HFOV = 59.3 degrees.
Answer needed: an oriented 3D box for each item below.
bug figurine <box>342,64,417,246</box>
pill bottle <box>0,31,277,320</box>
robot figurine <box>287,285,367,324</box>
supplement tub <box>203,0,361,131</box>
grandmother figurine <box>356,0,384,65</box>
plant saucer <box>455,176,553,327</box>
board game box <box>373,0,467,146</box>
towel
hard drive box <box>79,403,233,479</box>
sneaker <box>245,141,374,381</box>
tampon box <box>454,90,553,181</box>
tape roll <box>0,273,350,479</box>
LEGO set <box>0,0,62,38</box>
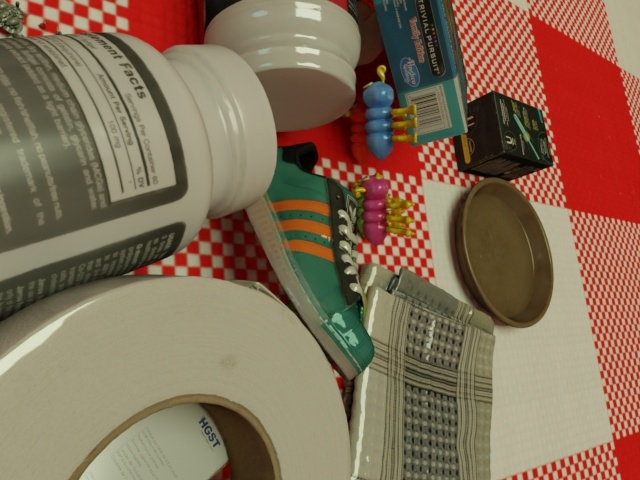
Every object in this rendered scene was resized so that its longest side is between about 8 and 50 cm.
[{"bbox_3d":[0.071,-0.103,0.753,0.072,0.279,0.216,-4,96,-1],"label":"bug figurine"},{"bbox_3d":[-0.224,-0.059,0.469,0.363,0.210,0.210,-24,92,-42],"label":"pill bottle"},{"bbox_3d":[0.009,0.080,0.684,0.067,0.115,0.101,-4,80,-41],"label":"robot figurine"},{"bbox_3d":[-0.050,-0.295,0.699,0.191,0.191,0.272,6,73,-39],"label":"supplement tub"},{"bbox_3d":[0.019,-0.440,0.872,0.208,0.104,0.342,-22,95,-14],"label":"grandmother figurine"},{"bbox_3d":[0.334,0.022,1.026,0.278,0.041,0.278,13,69,-37],"label":"plant saucer"},{"bbox_3d":[0.152,-0.312,0.820,0.336,0.079,0.254,-62,138,-60],"label":"board game box"},{"bbox_3d":[0.160,0.216,0.810,0.312,0.056,0.324,25,61,-32],"label":"towel"},{"bbox_3d":[-0.212,0.181,0.486,0.232,0.089,0.181,-34,99,-40],"label":"hard drive box"},{"bbox_3d":[0.000,0.000,0.615,0.121,0.108,0.302,-26,59,-4],"label":"sneaker"},{"bbox_3d":[0.338,-0.189,1.051,0.161,0.101,0.120,5,73,-38],"label":"tampon box"},{"bbox_3d":[-0.126,0.216,0.434,0.392,0.072,0.392,3,86,-46],"label":"tape roll"},{"bbox_3d":[-0.306,-0.224,0.574,0.083,0.023,0.054,0,77,-40],"label":"LEGO set"}]
